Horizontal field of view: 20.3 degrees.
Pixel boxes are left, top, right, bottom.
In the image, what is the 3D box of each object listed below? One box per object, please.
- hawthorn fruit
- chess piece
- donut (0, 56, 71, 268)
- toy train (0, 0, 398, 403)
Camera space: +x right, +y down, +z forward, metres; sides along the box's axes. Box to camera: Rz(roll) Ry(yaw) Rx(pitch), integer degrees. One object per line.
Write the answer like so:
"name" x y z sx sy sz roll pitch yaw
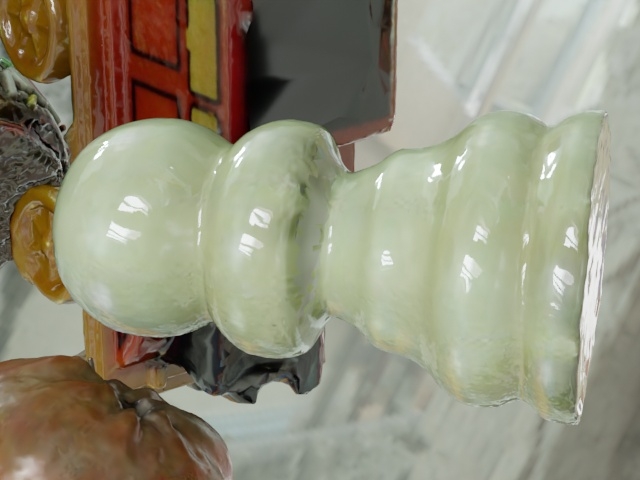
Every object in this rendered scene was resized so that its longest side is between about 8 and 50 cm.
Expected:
"hawthorn fruit" -0.107 0.143 0.796 0.149 0.149 0.189 -19 -67 -59
"chess piece" 0.000 0.000 0.814 0.144 0.251 0.144 6 -90 -78
"donut" -0.290 -0.030 1.147 0.269 0.103 0.270 -25 -25 -12
"toy train" -0.066 -0.070 1.030 0.163 0.231 0.369 -15 -64 -34
